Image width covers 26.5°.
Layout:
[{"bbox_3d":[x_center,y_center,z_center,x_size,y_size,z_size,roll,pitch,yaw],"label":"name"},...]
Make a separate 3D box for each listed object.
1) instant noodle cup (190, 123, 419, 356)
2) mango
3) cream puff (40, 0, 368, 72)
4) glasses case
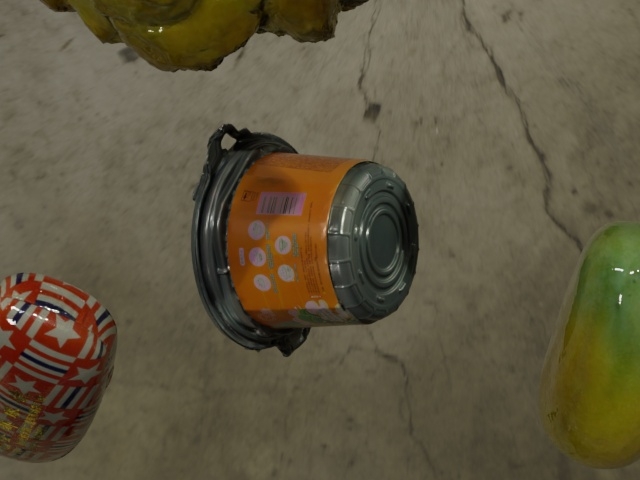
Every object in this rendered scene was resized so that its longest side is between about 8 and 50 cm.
[{"bbox_3d":[0.000,0.000,1.080,0.126,0.177,0.208,0,141,32],"label":"instant noodle cup"},{"bbox_3d":[0.189,0.065,0.869,0.092,0.130,0.194,11,146,14],"label":"mango"},{"bbox_3d":[-0.058,-0.209,0.706,0.244,0.196,0.244,0,89,-32],"label":"cream puff"},{"bbox_3d":[-0.158,0.082,0.753,0.073,0.049,0.194,21,148,-7],"label":"glasses case"}]
